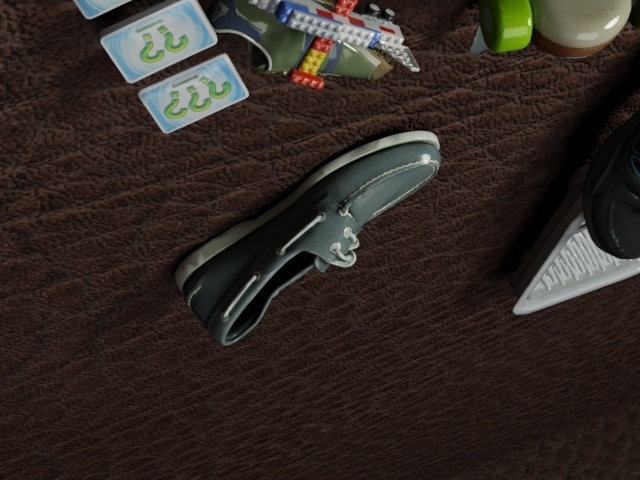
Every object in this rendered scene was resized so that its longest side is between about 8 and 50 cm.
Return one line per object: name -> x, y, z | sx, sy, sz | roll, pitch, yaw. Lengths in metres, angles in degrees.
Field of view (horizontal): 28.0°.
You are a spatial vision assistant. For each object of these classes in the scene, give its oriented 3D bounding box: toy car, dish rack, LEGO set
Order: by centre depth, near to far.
LEGO set -> -0.040, -0.170, 0.925 | 0.244, 0.060, 0.182 | -23, 137, 7
toy car -> 0.193, -0.204, 1.109 | 0.155, 0.149, 0.188 | -10, 165, -9
dish rack -> 0.404, -0.030, 1.749 | 0.285, 0.072, 0.333 | -18, 155, -22

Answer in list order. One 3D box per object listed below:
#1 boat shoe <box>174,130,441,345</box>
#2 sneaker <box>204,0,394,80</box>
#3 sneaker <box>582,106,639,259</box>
boat shoe -> 0.000, 0.000, 1.349 | 0.319, 0.099, 0.116 | -31, 156, 8
sneaker -> -0.021, -0.166, 1.037 | 0.086, 0.064, 0.192 | -36, 149, 16
sneaker -> 0.401, -0.090, 1.453 | 0.125, 0.140, 0.341 | -14, 138, -25
